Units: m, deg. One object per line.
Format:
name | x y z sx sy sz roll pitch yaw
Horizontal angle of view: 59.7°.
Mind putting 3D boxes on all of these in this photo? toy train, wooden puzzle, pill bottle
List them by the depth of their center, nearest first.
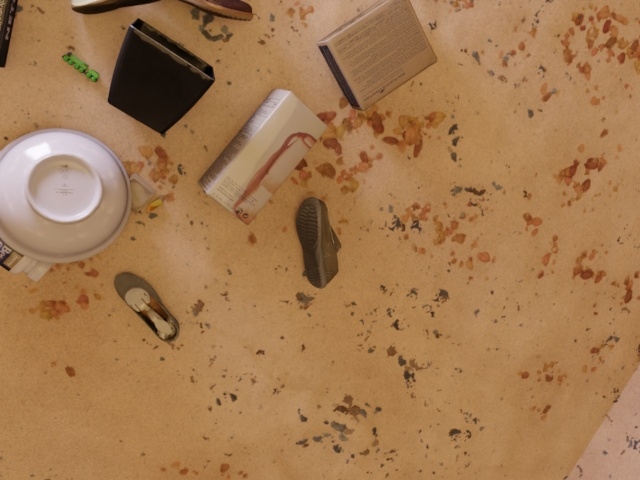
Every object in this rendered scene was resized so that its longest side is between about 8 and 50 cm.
toy train | -0.517 -0.376 1.207 0.083 0.017 0.024 37 81 -23
pill bottle | -0.672 0.014 1.217 0.169 0.094 0.094 43 88 -23
wooden puzzle | -0.434 -0.110 1.311 0.078 0.014 0.116 -42 113 -9

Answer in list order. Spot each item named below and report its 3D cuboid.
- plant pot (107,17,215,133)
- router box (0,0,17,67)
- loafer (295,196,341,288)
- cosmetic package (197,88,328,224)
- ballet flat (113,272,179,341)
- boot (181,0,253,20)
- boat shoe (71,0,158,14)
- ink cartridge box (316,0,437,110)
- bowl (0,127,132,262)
plant pot | -0.352 -0.342 1.194 0.187 0.188 0.167 30 107 -24
router box | -0.714 -0.520 1.065 0.242 0.081 0.309 14 100 -21
loafer | 0.000 0.000 1.457 0.087 0.094 0.251 -25 123 -37
cosmetic package | -0.140 -0.200 1.312 0.129 0.153 0.296 39 91 -25
ballet flat | -0.418 0.164 1.360 0.072 0.068 0.213 -39 113 -5
boot | -0.240 -0.604 1.197 0.248 0.090 0.207 15 103 -17
boat shoe | -0.411 -0.523 1.147 0.223 0.080 0.074 -8 100 8
ink cartridge box | 0.140 -0.463 1.368 0.234 0.088 0.193 -35 114 -8
bowl | -0.537 -0.101 1.166 0.297 0.134 0.298 1 87 -28
